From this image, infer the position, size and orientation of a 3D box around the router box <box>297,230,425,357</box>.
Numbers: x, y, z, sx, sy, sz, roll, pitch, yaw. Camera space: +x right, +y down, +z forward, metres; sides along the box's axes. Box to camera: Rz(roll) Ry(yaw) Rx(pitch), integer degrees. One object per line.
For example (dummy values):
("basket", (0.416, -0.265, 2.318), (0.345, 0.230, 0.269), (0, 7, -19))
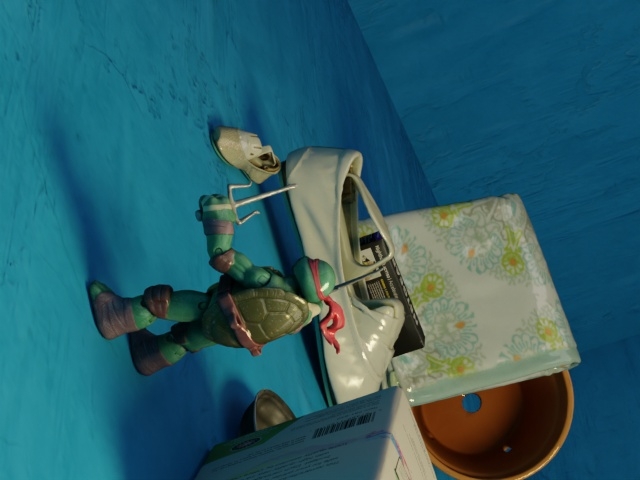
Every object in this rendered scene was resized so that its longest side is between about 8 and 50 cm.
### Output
("router box", (0.059, 0.091, 2.111), (0.046, 0.133, 0.179), (-75, 145, -71))

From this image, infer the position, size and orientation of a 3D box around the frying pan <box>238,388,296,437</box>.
("frying pan", (-0.013, 0.312, 1.543), (0.197, 0.053, 0.326), (26, 43, -72))

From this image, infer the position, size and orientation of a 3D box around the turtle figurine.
("turtle figurine", (-0.070, 0.043, 1.277), (0.118, 0.234, 0.175), (-95, 163, -53))

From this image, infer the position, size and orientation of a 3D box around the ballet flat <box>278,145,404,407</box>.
("ballet flat", (0.045, 0.061, 1.999), (0.139, 0.139, 0.400), (-3, 81, -79))

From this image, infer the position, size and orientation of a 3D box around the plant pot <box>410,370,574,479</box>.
("plant pot", (0.277, 0.280, 2.572), (0.203, 0.291, 0.290), (116, -44, -82))

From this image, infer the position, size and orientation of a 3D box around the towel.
("towel", (0.222, 0.094, 2.414), (0.090, 0.374, 0.320), (-43, -120, 61))

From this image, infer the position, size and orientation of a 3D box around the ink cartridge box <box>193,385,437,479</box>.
("ink cartridge box", (-0.013, 0.247, 1.293), (0.278, 0.201, 0.117), (-58, 127, -76))

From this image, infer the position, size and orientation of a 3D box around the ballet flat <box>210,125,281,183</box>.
("ballet flat", (-0.094, -0.119, 1.926), (0.168, 0.052, 0.057), (36, 36, -71))
